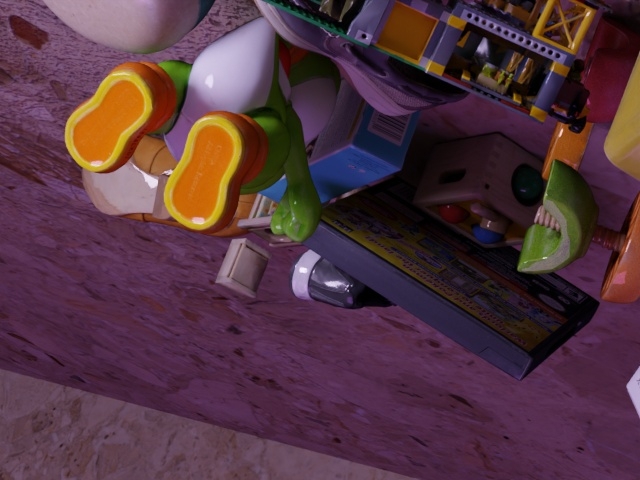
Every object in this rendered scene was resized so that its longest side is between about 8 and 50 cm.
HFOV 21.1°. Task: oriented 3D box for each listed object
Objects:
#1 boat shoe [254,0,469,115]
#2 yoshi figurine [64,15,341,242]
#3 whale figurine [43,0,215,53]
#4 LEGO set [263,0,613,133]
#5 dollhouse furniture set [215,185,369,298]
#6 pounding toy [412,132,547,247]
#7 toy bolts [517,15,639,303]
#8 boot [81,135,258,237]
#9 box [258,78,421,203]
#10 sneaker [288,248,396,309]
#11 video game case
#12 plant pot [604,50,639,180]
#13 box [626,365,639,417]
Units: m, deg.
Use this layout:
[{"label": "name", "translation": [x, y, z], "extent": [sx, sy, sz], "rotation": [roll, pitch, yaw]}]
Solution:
[{"label": "boat shoe", "translation": [0.039, -0.195, 1.480], "extent": [0.092, 0.103, 0.285], "rotation": [-3, 153, 34]}, {"label": "yoshi figurine", "translation": [-0.088, -0.091, 1.552], "extent": [0.203, 0.203, 0.362], "rotation": [-11, -170, 22]}, {"label": "whale figurine", "translation": [-0.173, -0.289, 1.422], "extent": [0.216, 0.141, 0.272], "rotation": [14, 139, 40]}, {"label": "LEGO set", "translation": [0.085, -0.234, 1.270], "extent": [0.331, 0.192, 0.255], "rotation": [25, -168, -4]}, {"label": "dollhouse furniture set", "translation": [0.000, 0.000, 1.946], "extent": [0.161, 0.182, 0.101], "rotation": [32, 159, -30]}, {"label": "pounding toy", "translation": [0.175, -0.042, 1.764], "extent": [0.130, 0.100, 0.141], "rotation": [30, 160, -29]}, {"label": "toy bolts", "translation": [0.285, -0.078, 1.471], "extent": [0.158, 0.218, 0.228], "rotation": [18, 127, 3]}, {"label": "boot", "translation": [-0.147, -0.059, 2.086], "extent": [0.211, 0.104, 0.295], "rotation": [9, -170, -35]}, {"label": "box", "translation": [0.019, -0.103, 1.758], "extent": [0.060, 0.100, 0.244], "rotation": [26, 162, -18]}, {"label": "sneaker", "translation": [0.080, 0.027, 1.915], "extent": [0.106, 0.078, 0.234], "rotation": [25, -147, 37]}, {"label": "video game case", "translation": [0.137, 0.032, 1.798], "extent": [0.275, 0.035, 0.248], "rotation": [33, -158, 15]}, {"label": "plant pot", "translation": [0.352, -0.122, 1.164], "extent": [0.212, 0.212, 0.187], "rotation": [30, 147, -7]}, {"label": "box", "translation": [0.433, 0.048, 1.439], "extent": [0.232, 0.058, 0.322], "rotation": [8, 131, -22]}]
